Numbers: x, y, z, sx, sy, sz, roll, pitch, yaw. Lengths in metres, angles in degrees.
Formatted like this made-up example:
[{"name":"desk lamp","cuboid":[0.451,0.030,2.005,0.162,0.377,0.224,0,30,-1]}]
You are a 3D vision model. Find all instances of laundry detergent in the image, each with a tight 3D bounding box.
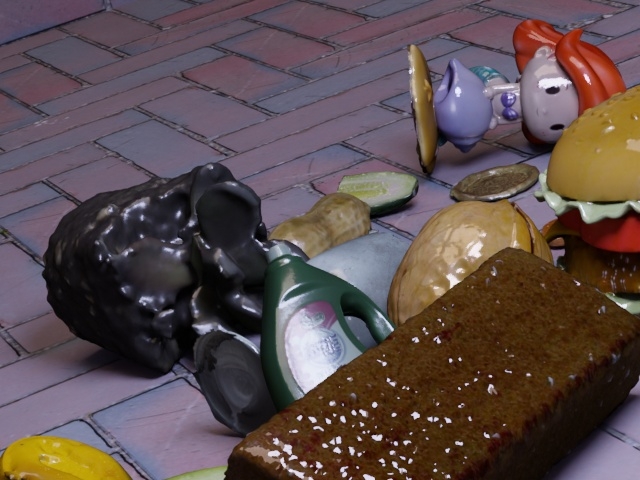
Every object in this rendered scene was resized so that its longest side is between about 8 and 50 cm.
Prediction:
[{"name":"laundry detergent","cuboid":[0.008,0.093,1.759,0.137,0.063,0.211,-13,60,-20]}]

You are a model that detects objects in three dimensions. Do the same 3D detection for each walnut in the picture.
[{"name":"walnut","cuboid":[0.143,0.045,1.833,0.144,0.144,0.180,14,75,54]}]

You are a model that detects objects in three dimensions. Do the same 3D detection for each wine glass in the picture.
[{"name":"wine glass","cuboid":[-0.002,0.085,1.881,0.126,0.126,0.241,5,30,43]}]

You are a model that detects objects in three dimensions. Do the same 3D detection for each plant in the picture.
[{"name":"plant","cuboid":[-0.153,0.033,2.053,0.276,0.199,0.188,-1,29,44]}]

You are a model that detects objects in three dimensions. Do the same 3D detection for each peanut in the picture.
[{"name":"peanut","cuboid":[-0.002,0.000,2.187,0.089,0.089,0.193,0,20,35]}]

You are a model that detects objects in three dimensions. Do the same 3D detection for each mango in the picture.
[{"name":"mango","cuboid":[-0.226,0.223,1.755,0.187,0.066,0.101,12,24,43]}]

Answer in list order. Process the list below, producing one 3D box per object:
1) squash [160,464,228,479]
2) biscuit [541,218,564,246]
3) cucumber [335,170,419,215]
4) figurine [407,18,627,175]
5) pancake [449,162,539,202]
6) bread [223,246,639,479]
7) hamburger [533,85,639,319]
[{"name":"squash","cuboid":[-0.087,0.254,1.585,0.252,0.049,0.252,-12,19,4]},{"name":"biscuit","cuboid":[0.283,-0.011,2.103,0.091,0.015,0.078,-13,21,6]},{"name":"cucumber","cuboid":[0.069,-0.050,2.337,0.107,0.035,0.067,-4,40,26]},{"name":"figurine","cuboid":[0.242,-0.184,2.388,0.257,0.181,0.208,-5,-9,6]},{"name":"pancake","cuboid":[0.207,-0.068,2.323,0.115,0.011,0.115,-13,17,4]},{"name":"bread","cuboid":[0.104,0.145,1.581,0.165,0.113,0.416,35,41,20]},{"name":"hamburger","cuboid":[0.341,-0.046,1.855,0.274,0.212,0.274,-13,19,5]}]
